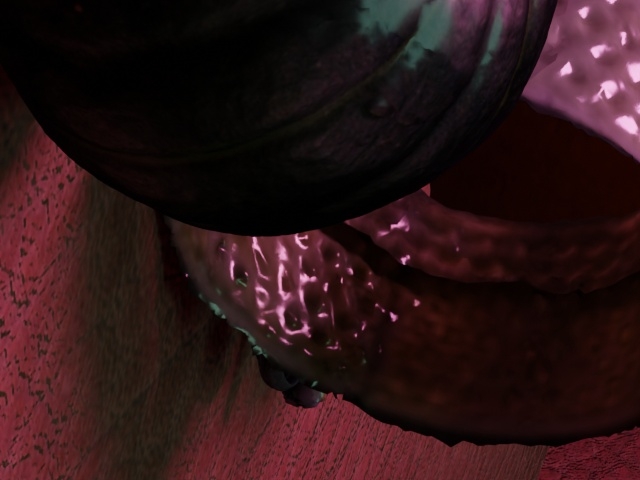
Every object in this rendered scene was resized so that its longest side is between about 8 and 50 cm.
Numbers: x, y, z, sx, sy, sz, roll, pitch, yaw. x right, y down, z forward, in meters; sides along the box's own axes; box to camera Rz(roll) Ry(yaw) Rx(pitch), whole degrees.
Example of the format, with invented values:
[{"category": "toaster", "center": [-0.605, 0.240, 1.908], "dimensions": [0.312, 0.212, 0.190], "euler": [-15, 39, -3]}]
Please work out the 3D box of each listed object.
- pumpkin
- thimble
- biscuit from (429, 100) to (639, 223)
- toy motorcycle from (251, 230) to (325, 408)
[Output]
[{"category": "pumpkin", "center": [-0.008, -0.128, 0.587], "dimensions": [0.250, 0.216, 0.249], "euler": [25, 61, -56]}, {"category": "thimble", "center": [0.075, -0.036, 0.851], "dimensions": [0.271, 0.271, 0.150], "euler": [86, 19, -51]}, {"category": "biscuit", "center": [0.167, -0.147, 1.051], "dimensions": [0.365, 0.062, 0.385], "euler": [13, -79, 60]}, {"category": "toy motorcycle", "center": [0.000, 0.000, 1.027], "dimensions": [0.124, 0.061, 0.193], "euler": [37, 60, -67]}]
